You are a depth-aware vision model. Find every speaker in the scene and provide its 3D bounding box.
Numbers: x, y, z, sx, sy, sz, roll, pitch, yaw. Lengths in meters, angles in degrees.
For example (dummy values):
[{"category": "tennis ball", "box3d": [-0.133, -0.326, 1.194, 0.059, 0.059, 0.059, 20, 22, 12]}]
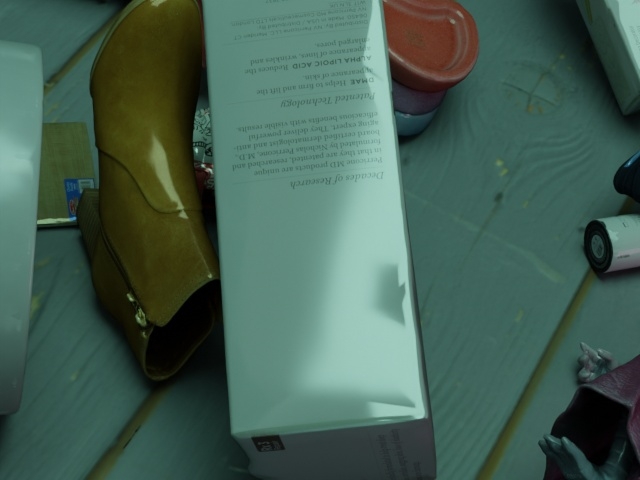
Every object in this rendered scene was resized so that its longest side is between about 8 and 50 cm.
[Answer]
[{"category": "speaker", "box3d": [0.335, -0.004, 1.539, 0.136, 0.055, 0.055, -9, 54, -20]}]

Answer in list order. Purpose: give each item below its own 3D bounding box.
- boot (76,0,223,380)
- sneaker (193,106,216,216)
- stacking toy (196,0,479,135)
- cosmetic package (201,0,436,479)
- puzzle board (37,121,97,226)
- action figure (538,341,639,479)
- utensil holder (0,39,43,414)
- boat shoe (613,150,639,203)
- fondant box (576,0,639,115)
[{"category": "boot", "box3d": [-0.125, -0.043, 1.311, 0.104, 0.295, 0.211, -5, 42, -32]}, {"category": "sneaker", "box3d": [-0.048, -0.027, 1.451, 0.145, 0.090, 0.270, -13, 57, -15]}, {"category": "stacking toy", "box3d": [0.001, -0.247, 1.614, 0.309, 0.130, 0.279, 23, 43, -17]}, {"category": "cosmetic package", "box3d": [0.000, 0.000, 1.273, 0.156, 0.217, 0.384, -8, 70, 3]}, {"category": "puzzle board", "box3d": [-0.265, -0.062, 1.477, 0.096, 0.011, 0.128, -3, 53, -17]}, {"category": "action figure", "box3d": [0.349, 0.129, 1.309, 0.276, 0.248, 0.370, 41, 57, 19]}, {"category": "utensil holder", "box3d": [-0.420, -0.020, 1.204, 0.386, 0.327, 0.327, 4, 51, -12]}, {"category": "boat shoe", "box3d": [0.375, -0.110, 1.586, 0.089, 0.109, 0.258, 12, 23, 28]}, {"category": "fondant box", "box3d": [0.445, -0.305, 1.679, 0.330, 0.096, 0.238, -19, 80, -8]}]
